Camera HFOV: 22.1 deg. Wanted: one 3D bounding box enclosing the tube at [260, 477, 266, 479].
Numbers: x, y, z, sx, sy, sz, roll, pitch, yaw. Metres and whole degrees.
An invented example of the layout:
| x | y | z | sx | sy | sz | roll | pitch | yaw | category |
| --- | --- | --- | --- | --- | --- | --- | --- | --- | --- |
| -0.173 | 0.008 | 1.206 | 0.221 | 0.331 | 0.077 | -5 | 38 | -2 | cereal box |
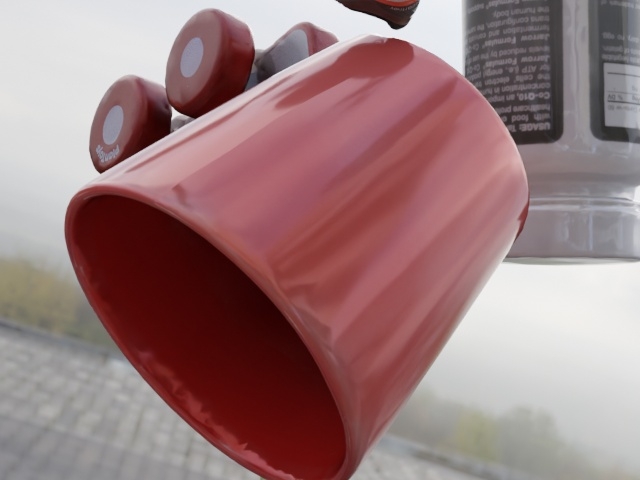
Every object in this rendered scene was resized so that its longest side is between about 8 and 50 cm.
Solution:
| x | y | z | sx | sy | sz | roll | pitch | yaw | category |
| --- | --- | --- | --- | --- | --- | --- | --- | --- | --- |
| -0.020 | 0.199 | 1.389 | 0.070 | 0.240 | 0.062 | -6 | 17 | -13 | tube |

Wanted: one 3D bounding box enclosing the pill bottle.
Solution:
| x | y | z | sx | sy | sz | roll | pitch | yaw | category |
| --- | --- | --- | --- | --- | --- | --- | --- | --- | --- |
| 0.195 | -0.123 | 1.346 | 0.161 | 0.283 | 0.161 | 0 | -4 | 0 | pill bottle |

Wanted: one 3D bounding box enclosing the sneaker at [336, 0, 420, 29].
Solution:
| x | y | z | sx | sy | sz | roll | pitch | yaw | category |
| --- | --- | --- | --- | --- | --- | --- | --- | --- | --- |
| 0.003 | -0.196 | 1.164 | 0.158 | 0.061 | 0.065 | 36 | -29 | 18 | sneaker |

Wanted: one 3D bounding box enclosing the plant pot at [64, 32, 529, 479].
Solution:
| x | y | z | sx | sy | sz | roll | pitch | yaw | category |
| --- | --- | --- | --- | --- | --- | --- | --- | --- | --- |
| 0.000 | 0.000 | 1.150 | 0.275 | 0.243 | 0.275 | 35 | -30 | 24 | plant pot |

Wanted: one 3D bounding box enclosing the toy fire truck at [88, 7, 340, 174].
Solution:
| x | y | z | sx | sy | sz | roll | pitch | yaw | category |
| --- | --- | --- | --- | --- | --- | --- | --- | --- | --- |
| -0.077 | -0.047 | 1.478 | 0.169 | 0.254 | 0.302 | 16 | -34 | -36 | toy fire truck |
